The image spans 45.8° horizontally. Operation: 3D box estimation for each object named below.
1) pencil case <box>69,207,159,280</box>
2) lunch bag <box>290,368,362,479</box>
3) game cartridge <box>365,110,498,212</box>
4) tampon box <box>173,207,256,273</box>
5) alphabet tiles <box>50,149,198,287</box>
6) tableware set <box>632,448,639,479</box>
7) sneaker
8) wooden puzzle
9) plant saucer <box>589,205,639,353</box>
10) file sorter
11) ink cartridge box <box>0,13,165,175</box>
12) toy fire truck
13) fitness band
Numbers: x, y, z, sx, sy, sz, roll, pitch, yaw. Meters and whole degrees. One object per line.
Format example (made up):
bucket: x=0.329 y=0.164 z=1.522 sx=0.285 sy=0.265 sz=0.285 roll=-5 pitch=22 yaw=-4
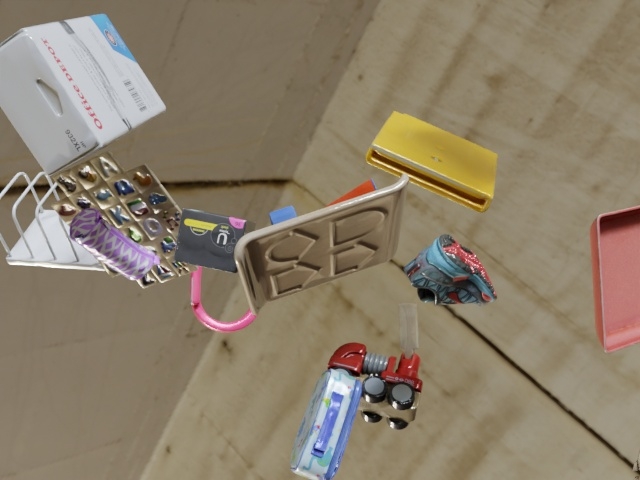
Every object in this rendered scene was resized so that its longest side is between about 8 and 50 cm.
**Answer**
pencil case: x=-0.444 y=0.007 z=1.629 sx=0.088 sy=0.086 sz=0.206 roll=-26 pitch=-39 yaw=15
lunch bag: x=0.011 y=0.377 z=1.536 sx=0.176 sy=0.090 sz=0.218 roll=113 pitch=177 yaw=-71
game cartridge: x=0.266 y=-0.191 z=1.742 sx=0.323 sy=0.285 sz=0.052 roll=-56 pitch=-10 yaw=-64
tampon box: x=-0.198 y=0.000 z=1.442 sx=0.161 sy=0.121 sz=0.101 roll=13 pitch=-92 yaw=-89
alphabet tiles: x=-0.435 y=-0.038 z=1.706 sx=0.285 sy=0.342 sz=0.011 roll=-19 pitch=30 yaw=27
tableware set: x=0.627 y=0.415 z=1.396 sx=0.169 sy=0.020 sz=0.141 roll=-8 pitch=-73 yaw=-29
sneaker: x=0.243 y=0.072 z=1.452 sx=0.125 sy=0.104 sz=0.262 roll=-33 pitch=-37 yaw=19
wooden puzzle: x=0.000 y=0.000 z=1.474 sx=0.348 sy=0.080 sz=0.322 roll=-23 pitch=-23 yaw=-9
plant saucer: x=0.604 y=0.059 z=1.441 sx=0.259 sy=0.048 sz=0.259 roll=-11 pitch=-81 yaw=-29
file sorter: x=-0.644 y=-0.060 z=1.889 sx=0.192 sy=0.278 sz=0.173 roll=-72 pitch=-21 yaw=-46
ink cartridge box: x=-0.443 y=-0.276 z=1.387 sx=0.129 sy=0.223 sz=0.307 roll=-27 pitch=14 yaw=19
toy fire truck: x=0.137 y=0.272 z=1.736 sx=0.158 sy=0.217 sz=0.246 roll=88 pitch=-162 yaw=-47
fitness band: x=-0.266 y=0.117 z=2.162 sx=0.209 sy=0.290 sz=0.054 roll=7 pitch=-15 yaw=-17
